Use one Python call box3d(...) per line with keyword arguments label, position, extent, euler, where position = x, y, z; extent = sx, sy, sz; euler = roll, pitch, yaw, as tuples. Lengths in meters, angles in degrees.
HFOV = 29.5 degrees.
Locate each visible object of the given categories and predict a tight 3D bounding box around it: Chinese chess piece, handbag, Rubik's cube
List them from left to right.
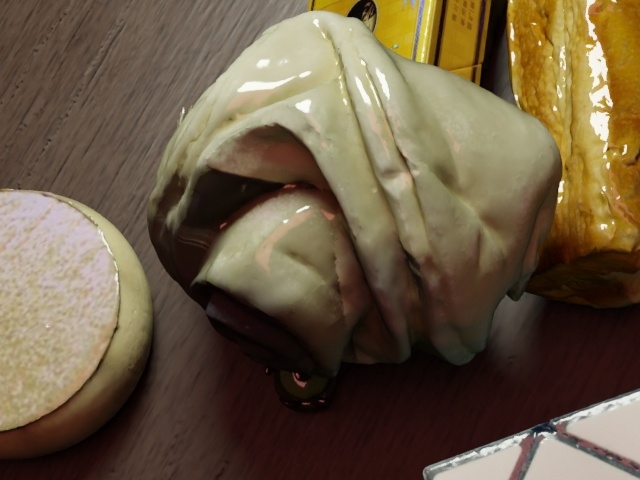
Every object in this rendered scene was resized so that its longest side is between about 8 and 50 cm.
box3d(label="Chinese chess piece", position=(-0.301, 0.082, 1.210), extent=(0.269, 0.112, 0.270), euler=(-4, 71, 10))
box3d(label="handbag", position=(-0.017, 0.112, 1.172), extent=(0.072, 0.047, 0.111), euler=(-4, 67, 2))
box3d(label="Rubik's cube", position=(0.219, 0.258, 0.988), extent=(0.205, 0.205, 0.207), euler=(-22, 68, 5))

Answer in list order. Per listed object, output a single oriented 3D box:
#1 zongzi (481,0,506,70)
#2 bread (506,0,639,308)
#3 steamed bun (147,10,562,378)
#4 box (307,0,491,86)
box3d(label="zongzi", position=(0.130, -0.241, 1.263), extent=(0.130, 0.062, 0.154), euler=(-2, 58, 37))
box3d(label="bread", position=(0.263, -0.111, 1.114), extent=(0.148, 0.195, 0.344), euler=(10, 72, -22))
box3d(label="steamed bun", position=(0.000, 0.000, 1.042), extent=(0.394, 0.347, 0.237), euler=(-2, 40, 44))
box3d(label="box", position=(0.072, -0.223, 1.194), extent=(0.192, 0.084, 0.302), euler=(-11, 65, 49))
